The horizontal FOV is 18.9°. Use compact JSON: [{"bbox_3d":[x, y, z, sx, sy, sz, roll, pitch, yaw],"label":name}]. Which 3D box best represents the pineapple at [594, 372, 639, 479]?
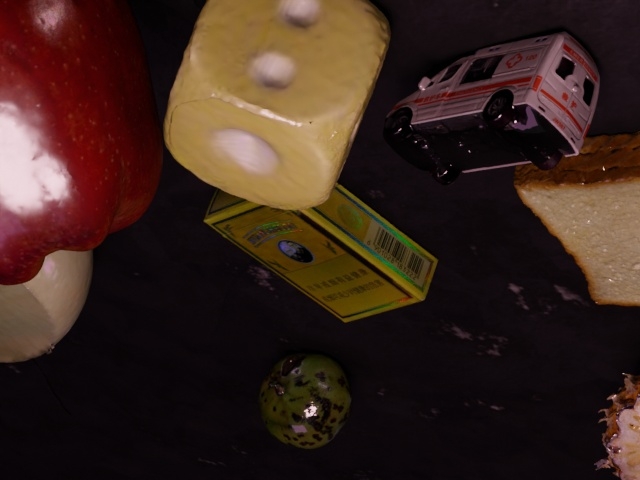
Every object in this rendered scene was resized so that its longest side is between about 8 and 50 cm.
[{"bbox_3d":[0.391,0.198,2.118,0.176,0.137,0.161,5,110,4],"label":"pineapple"}]

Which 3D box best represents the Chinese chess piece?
[{"bbox_3d":[-0.442,0.003,2.304,0.349,0.146,0.349,16,150,10],"label":"Chinese chess piece"}]

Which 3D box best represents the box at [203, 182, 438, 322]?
[{"bbox_3d":[0.000,0.000,2.094,0.220,0.064,0.141,38,148,-26],"label":"box"}]

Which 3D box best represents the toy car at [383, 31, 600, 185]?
[{"bbox_3d":[0.152,-0.122,1.749,0.089,0.108,0.210,38,151,-32],"label":"toy car"}]

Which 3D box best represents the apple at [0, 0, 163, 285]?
[{"bbox_3d":[-0.288,-0.127,1.712,0.288,0.288,0.316,-19,97,50],"label":"apple"}]

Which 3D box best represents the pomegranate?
[{"bbox_3d":[-0.010,0.203,2.403,0.122,0.122,0.161,5,171,27],"label":"pomegranate"}]

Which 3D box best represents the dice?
[{"bbox_3d":[-0.040,-0.143,1.766,0.169,0.169,0.166,21,151,0],"label":"dice"}]

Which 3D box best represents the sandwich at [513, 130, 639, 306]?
[{"bbox_3d":[0.306,-0.018,1.862,0.186,0.065,0.214,-5,141,38],"label":"sandwich"}]
